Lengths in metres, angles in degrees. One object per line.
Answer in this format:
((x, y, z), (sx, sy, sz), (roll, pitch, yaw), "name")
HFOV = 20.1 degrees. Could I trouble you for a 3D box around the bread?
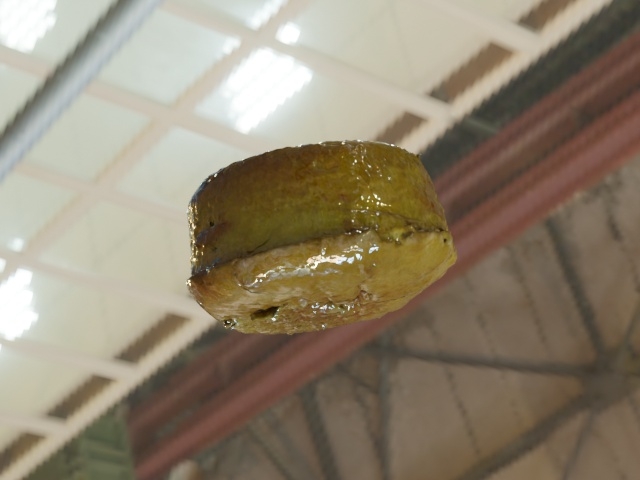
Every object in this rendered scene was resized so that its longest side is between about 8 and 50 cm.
((0.000, 0.000, 1.654), (0.268, 0.268, 0.146), (-23, -109, 43), "bread")
